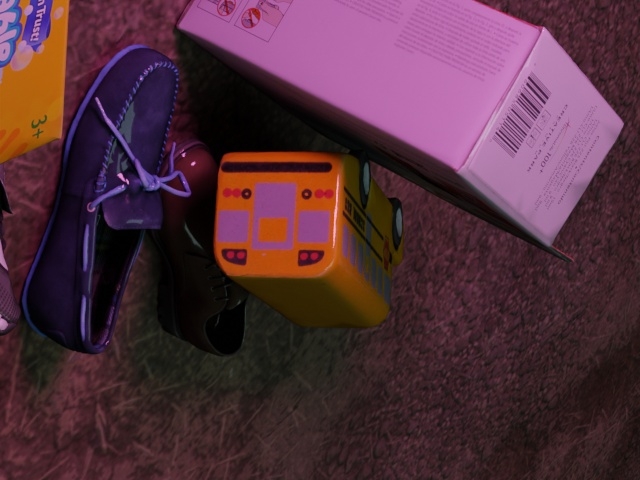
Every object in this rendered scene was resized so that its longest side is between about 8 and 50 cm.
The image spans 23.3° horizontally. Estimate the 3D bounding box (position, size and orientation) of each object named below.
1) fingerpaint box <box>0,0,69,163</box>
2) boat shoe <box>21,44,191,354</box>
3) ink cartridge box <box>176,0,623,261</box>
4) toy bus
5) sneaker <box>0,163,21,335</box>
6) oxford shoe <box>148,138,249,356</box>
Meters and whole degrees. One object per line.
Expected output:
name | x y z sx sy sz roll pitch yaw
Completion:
fingerpaint box | -0.313 -0.195 0.813 0.371 0.163 0.445 -30 146 -38
boat shoe | -0.159 -0.029 1.274 0.109 0.089 0.258 -7 121 -51
ink cartridge box | 0.081 -0.128 1.317 0.130 0.309 0.272 -59 148 -1
toy bus | 0.000 0.000 1.388 0.333 0.108 0.130 46 45 -73
sneaker | -0.264 -0.017 1.153 0.106 0.078 0.234 -46 143 -16
oxford shoe | -0.095 0.010 1.385 0.083 0.096 0.227 -35 138 -30
